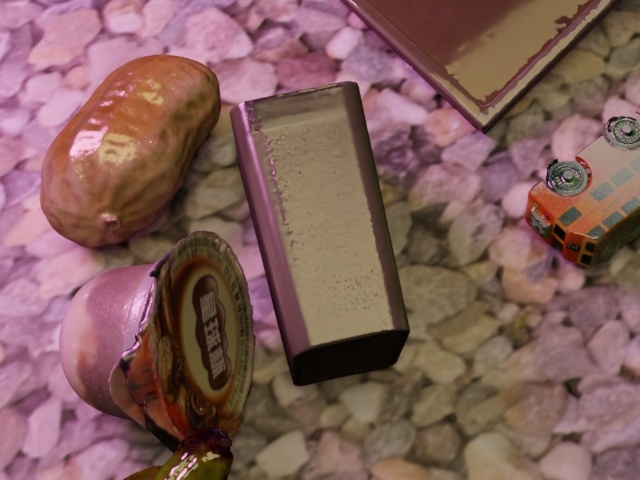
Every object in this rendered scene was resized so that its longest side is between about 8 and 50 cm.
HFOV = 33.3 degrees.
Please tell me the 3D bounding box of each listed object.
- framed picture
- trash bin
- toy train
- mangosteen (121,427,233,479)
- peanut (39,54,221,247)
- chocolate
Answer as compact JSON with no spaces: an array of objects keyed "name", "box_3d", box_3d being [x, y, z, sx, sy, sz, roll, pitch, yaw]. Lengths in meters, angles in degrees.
[{"name":"framed picture","box_3d":[0.222,-0.378,1.168,0.446,0.028,0.326,-44,75,0]},{"name":"trash bin","box_3d":[0.000,0.000,1.011,0.122,0.164,0.240,-11,73,-5]},{"name":"toy train","box_3d":[0.297,-0.058,1.077,0.188,0.072,0.099,-36,62,-11]},{"name":"mangosteen","box_3d":[-0.138,0.325,0.780,0.306,0.306,0.359,17,109,5]},{"name":"peanut","box_3d":[-0.184,-0.094,1.056,0.129,0.129,0.224,27,73,9]},{"name":"chocolate","box_3d":[-0.161,0.098,0.966,0.147,0.221,0.221,-6,67,19]}]
